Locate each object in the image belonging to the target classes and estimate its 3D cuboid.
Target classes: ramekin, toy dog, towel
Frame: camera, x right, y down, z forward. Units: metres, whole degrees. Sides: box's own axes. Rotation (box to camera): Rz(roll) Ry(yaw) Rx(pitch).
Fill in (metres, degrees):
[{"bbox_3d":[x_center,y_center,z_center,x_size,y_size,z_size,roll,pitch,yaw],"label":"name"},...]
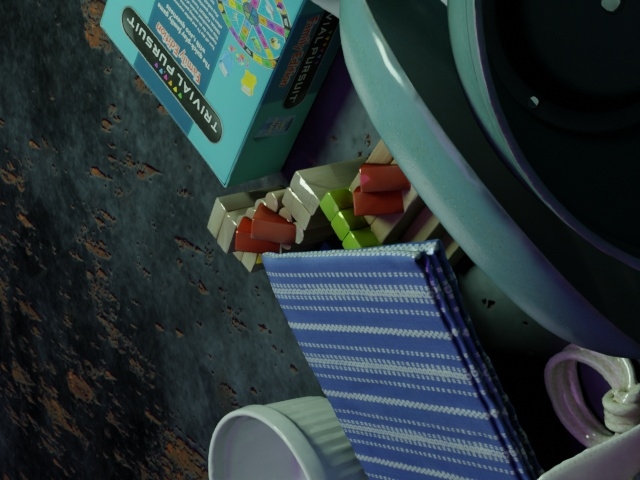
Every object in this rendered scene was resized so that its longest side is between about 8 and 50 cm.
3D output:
[{"bbox_3d":[-0.014,0.257,1.160,0.207,0.109,0.207,23,120,47],"label":"ramekin"},{"bbox_3d":[0.227,0.225,0.781,0.220,0.161,0.334,-20,86,54],"label":"toy dog"},{"bbox_3d":[0.089,0.150,0.972,0.243,0.040,0.336,-5,115,56],"label":"towel"}]

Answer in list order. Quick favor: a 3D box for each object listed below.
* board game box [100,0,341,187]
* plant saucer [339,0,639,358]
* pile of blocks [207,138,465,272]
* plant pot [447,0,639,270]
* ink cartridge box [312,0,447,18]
[{"bbox_3d":[-0.081,-0.259,1.086,0.254,0.079,0.336,52,138,22],"label":"board game box"},{"bbox_3d":[0.113,-0.050,0.725,0.043,0.317,0.318,-38,68,21],"label":"plant saucer"},{"bbox_3d":[0.000,0.000,1.050,0.362,0.112,0.149,-19,86,54],"label":"pile of blocks"},{"bbox_3d":[0.195,-0.136,0.637,0.196,0.293,0.293,-136,39,-75],"label":"plant pot"},{"bbox_3d":[0.044,-0.272,0.817,0.275,0.060,0.239,31,138,-6],"label":"ink cartridge box"}]
